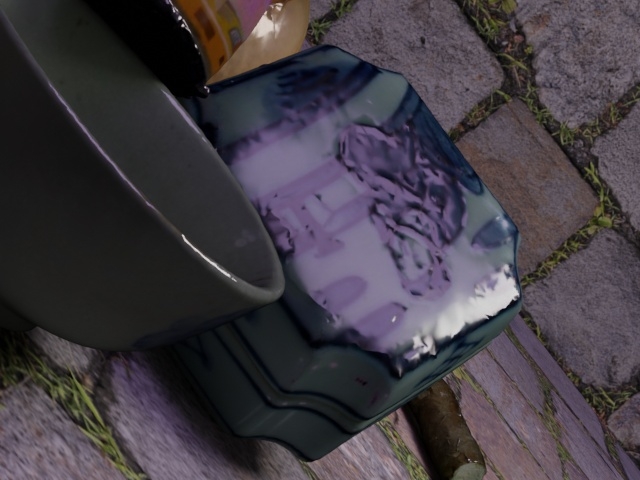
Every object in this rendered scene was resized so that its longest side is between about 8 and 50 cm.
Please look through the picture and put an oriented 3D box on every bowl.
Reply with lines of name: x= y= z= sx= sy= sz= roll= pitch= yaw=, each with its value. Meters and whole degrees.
bowl: x=-0.165 y=-0.035 z=0.983 sx=0.289 sy=0.146 sz=0.289 roll=49 pitch=9 yaw=-11

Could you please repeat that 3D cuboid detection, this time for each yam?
yam: x=0.128 y=0.187 z=1.786 sx=0.061 sy=0.061 sz=0.253 roll=46 pitch=13 yaw=-34

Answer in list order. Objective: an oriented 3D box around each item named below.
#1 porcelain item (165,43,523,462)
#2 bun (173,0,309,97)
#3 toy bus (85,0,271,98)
porcelain item: x=0.000 y=0.000 z=1.250 sx=0.281 sy=0.157 sz=0.286 roll=-25 pitch=75 yaw=-43
bun: x=-0.165 y=-0.216 z=1.487 sx=0.298 sy=0.165 sz=0.299 roll=17 pitch=29 yaw=-9
toy bus: x=-0.187 y=-0.262 z=1.193 sx=0.386 sy=0.162 sz=0.171 roll=32 pitch=-13 yaw=33
